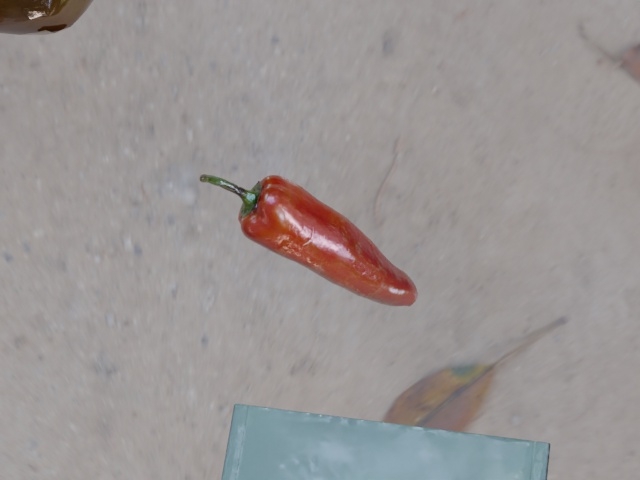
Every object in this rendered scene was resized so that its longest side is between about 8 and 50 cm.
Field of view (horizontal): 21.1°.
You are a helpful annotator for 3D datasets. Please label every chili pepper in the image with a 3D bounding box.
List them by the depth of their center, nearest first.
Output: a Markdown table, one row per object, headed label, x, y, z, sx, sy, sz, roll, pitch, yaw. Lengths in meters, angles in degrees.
| label | x | y | z | sx | sy | sz | roll | pitch | yaw |
| --- | --- | --- | --- | --- | --- | --- | --- | --- | --- |
| chili pepper | 0.000 | 0.000 | 1.545 | 0.272 | 0.071 | 0.063 | 31 | 121 | -31 |

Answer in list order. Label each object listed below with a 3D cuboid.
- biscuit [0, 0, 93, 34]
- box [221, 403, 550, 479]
| label | x | y | z | sx | sy | sz | roll | pitch | yaw |
| --- | --- | --- | --- | --- | --- | --- | --- | --- | --- |
| biscuit | -0.145 | -0.133 | 0.302 | 0.268 | 0.366 | 0.115 | 25 | 86 | -31 |
| box | 0.045 | 0.228 | 1.266 | 0.225 | 0.225 | 0.117 | 7 | 63 | 7 |
